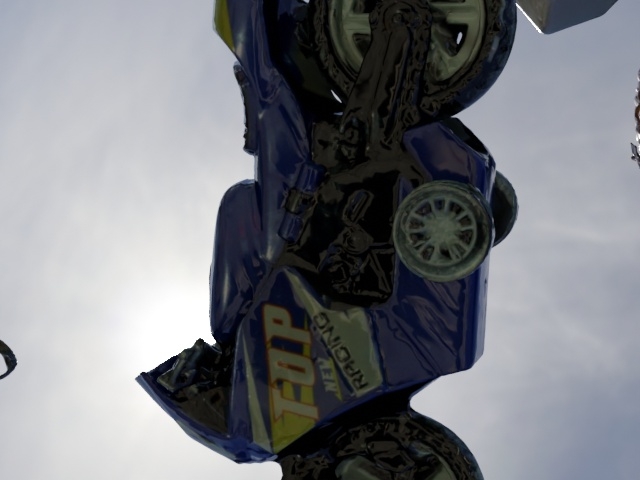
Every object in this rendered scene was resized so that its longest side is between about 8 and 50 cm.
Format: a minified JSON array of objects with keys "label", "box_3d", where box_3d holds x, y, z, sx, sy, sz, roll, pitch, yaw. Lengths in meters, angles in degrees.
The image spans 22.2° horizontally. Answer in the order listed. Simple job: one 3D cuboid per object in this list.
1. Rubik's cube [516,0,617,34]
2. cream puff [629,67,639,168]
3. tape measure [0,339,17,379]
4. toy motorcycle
[{"label":"Rubik's cube","box_3d":[0.182,-0.245,0.955,0.224,0.213,0.265,2,-102,38]},{"label":"cream puff","box_3d":[0.327,-0.093,1.089,0.240,0.240,0.164,-13,-129,45]},{"label":"tape measure","box_3d":[-0.308,0.051,1.137,0.107,0.179,0.104,98,-16,-68]},{"label":"toy motorcycle","box_3d":[0.000,0.000,0.735,0.169,0.113,0.315,4,-83,13]}]
